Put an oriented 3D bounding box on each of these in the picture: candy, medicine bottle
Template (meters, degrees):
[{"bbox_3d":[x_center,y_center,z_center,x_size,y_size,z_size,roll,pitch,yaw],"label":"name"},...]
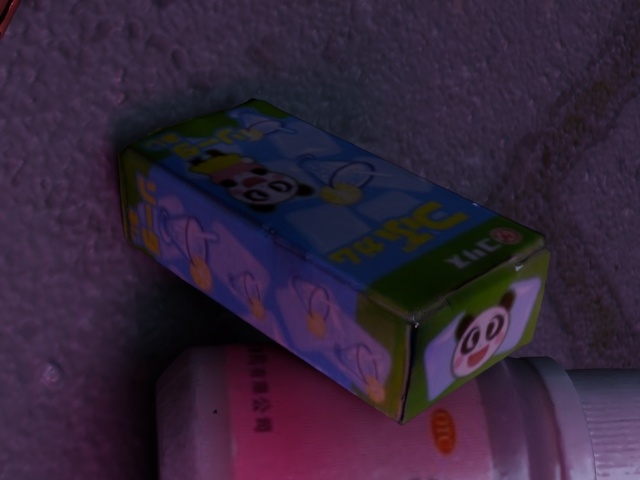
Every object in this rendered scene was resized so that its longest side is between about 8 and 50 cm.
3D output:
[{"bbox_3d":[0.000,0.000,0.555,0.097,0.194,0.062,-25,131,-39],"label":"candy"},{"bbox_3d":[0.045,0.116,0.566,0.247,0.147,0.147,-2,90,-9],"label":"medicine bottle"}]

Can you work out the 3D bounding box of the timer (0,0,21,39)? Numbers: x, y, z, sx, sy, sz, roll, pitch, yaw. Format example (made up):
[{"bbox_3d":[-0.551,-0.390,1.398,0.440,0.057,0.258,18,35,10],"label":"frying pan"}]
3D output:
[{"bbox_3d":[-0.205,-0.130,0.358,0.215,0.229,0.230,-1,89,-56],"label":"timer"}]
